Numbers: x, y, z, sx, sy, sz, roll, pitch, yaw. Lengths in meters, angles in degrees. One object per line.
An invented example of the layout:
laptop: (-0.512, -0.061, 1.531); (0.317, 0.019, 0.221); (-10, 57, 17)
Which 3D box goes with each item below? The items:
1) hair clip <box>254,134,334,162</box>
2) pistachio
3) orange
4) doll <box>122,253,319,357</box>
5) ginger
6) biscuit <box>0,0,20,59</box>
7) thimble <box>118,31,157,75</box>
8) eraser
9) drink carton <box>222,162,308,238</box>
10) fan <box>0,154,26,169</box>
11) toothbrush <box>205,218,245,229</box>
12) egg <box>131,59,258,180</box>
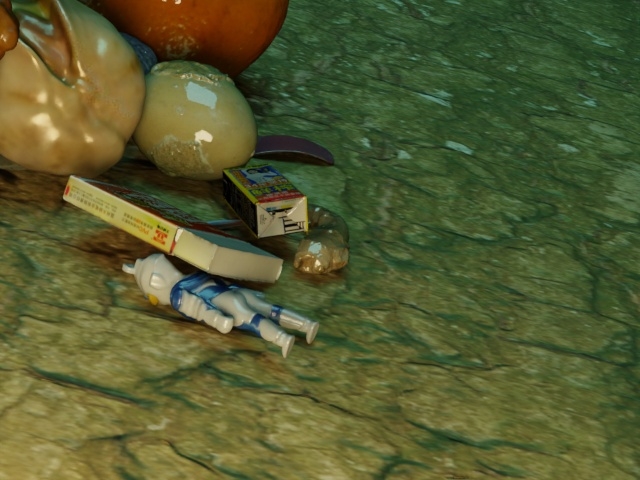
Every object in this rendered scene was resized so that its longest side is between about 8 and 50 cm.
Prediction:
hair clip: (-0.045, -0.139, 1.795); (0.137, 0.022, 0.054); (6, 30, -10)
pistachio: (-0.368, -0.220, 1.558); (0.229, 0.238, 0.321); (-31, 71, -29)
orange: (-0.257, -0.426, 1.918); (0.424, 0.326, 0.424); (25, 25, -13)
doll: (-0.119, 0.069, 1.318); (0.227, 0.057, 0.114); (24, 20, 15)
ginger: (0.003, 0.000, 1.514); (0.070, 0.051, 0.173); (0, 19, 2)
biscuit: (-0.494, -0.223, 1.460); (0.318, 0.312, 0.111); (35, 25, 35)
thimble: (-0.315, -0.231, 1.734); (0.150, 0.150, 0.098); (21, 28, 18)
eraser: (-0.175, -0.013, 1.412); (0.230, 0.038, 0.157); (25, 5, 28)
drink carton: (-0.074, -0.053, 1.532); (0.071, 0.056, 0.166); (-6, 20, -17)
fan: (-0.461, -0.192, 1.746); (0.233, 0.012, 0.414); (13, 27, 2)
toothbrush: (-0.091, -0.027, 1.564); (0.193, 0.013, 0.019); (-10, 27, -37)
egg: (-0.178, -0.166, 1.639); (0.202, 0.164, 0.164); (31, 32, 25)
